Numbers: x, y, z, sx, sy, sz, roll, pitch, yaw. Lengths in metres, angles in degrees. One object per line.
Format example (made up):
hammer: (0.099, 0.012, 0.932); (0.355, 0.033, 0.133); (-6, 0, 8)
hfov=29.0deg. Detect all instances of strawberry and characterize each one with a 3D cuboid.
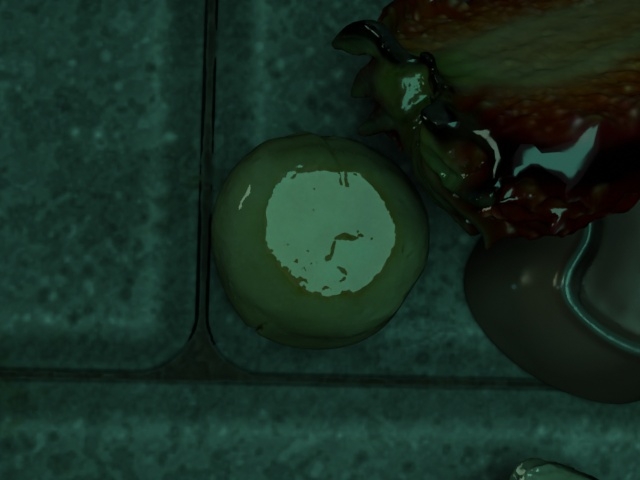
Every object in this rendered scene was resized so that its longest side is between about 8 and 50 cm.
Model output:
strawberry: (0.182, -0.090, 0.822); (0.306, 0.233, 0.137); (-16, 129, -21)

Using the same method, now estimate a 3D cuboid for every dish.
dish: (0.218, 0.013, 0.896); (0.213, 0.090, 0.213); (1, 85, -8)

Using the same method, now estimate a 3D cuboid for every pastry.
pastry: (0.000, 0.000, 0.867); (0.157, 0.092, 0.156); (0, 90, -1)

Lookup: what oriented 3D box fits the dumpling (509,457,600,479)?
dumpling: (0.174, 0.231, 0.867); (0.136, 0.118, 0.199); (-50, 122, -23)
